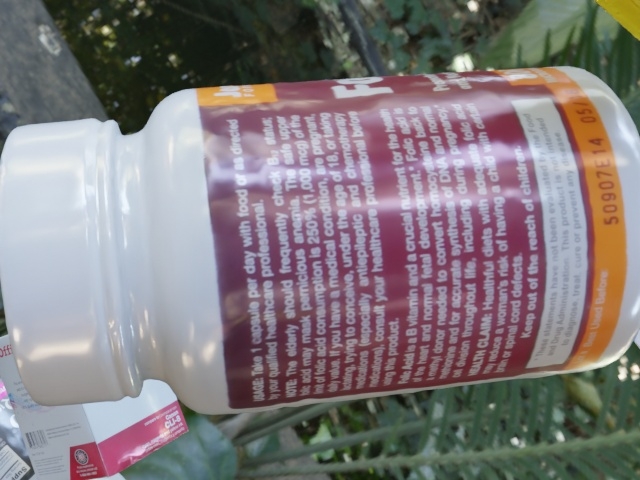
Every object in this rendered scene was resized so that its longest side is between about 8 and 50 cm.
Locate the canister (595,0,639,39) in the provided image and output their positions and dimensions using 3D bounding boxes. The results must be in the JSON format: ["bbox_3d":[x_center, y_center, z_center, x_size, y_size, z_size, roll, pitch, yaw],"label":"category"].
[{"bbox_3d":[0.216,-0.200,0.440,0.126,0.170,0.073,29,50,-27],"label":"canister"}]

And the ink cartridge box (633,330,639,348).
[{"bbox_3d":[0.327,0.039,0.679,0.090,0.143,0.092,6,46,-55],"label":"ink cartridge box"}]

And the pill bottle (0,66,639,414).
[{"bbox_3d":[0.000,0.000,0.575,0.224,0.393,0.223,175,-90,-82],"label":"pill bottle"}]

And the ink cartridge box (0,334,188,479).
[{"bbox_3d":[-0.258,0.162,0.913,0.127,0.128,0.176,-22,93,-53],"label":"ink cartridge box"}]

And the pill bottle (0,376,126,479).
[{"bbox_3d":[-0.396,0.280,1.080,0.278,0.162,0.162,40,16,9],"label":"pill bottle"}]
